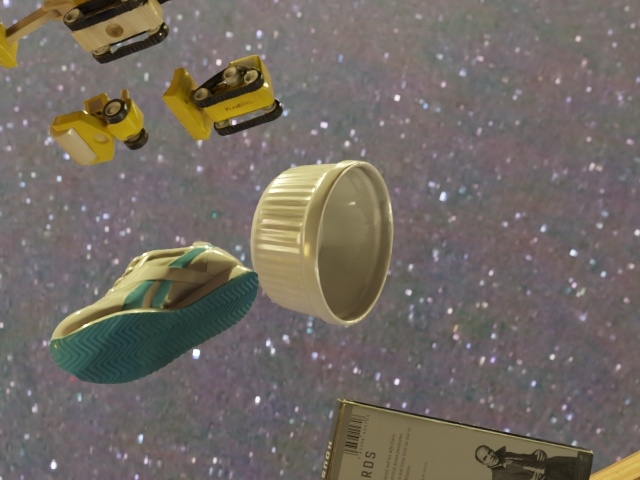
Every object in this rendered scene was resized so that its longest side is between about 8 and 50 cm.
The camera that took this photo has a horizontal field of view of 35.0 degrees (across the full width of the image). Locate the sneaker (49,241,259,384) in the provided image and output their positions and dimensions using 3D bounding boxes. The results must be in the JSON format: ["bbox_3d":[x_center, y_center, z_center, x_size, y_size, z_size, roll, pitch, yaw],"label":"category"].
[{"bbox_3d":[-0.172,0.068,1.005,0.092,0.087,0.228,35,-142,32],"label":"sneaker"}]

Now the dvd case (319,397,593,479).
[{"bbox_3d":[0.109,0.245,0.868,0.238,0.029,0.179,14,-96,-13],"label":"dvd case"}]

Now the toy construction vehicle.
[{"bbox_3d":[-0.077,-0.073,0.423,0.098,0.086,0.035,-17,-128,18],"label":"toy construction vehicle"}]

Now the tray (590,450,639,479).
[{"bbox_3d":[0.391,0.410,1.331,0.203,0.411,0.076,47,-141,0],"label":"tray"}]

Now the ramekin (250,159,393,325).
[{"bbox_3d":[0.000,0.000,1.290,0.109,0.207,0.207,5,-146,30],"label":"ramekin"}]
